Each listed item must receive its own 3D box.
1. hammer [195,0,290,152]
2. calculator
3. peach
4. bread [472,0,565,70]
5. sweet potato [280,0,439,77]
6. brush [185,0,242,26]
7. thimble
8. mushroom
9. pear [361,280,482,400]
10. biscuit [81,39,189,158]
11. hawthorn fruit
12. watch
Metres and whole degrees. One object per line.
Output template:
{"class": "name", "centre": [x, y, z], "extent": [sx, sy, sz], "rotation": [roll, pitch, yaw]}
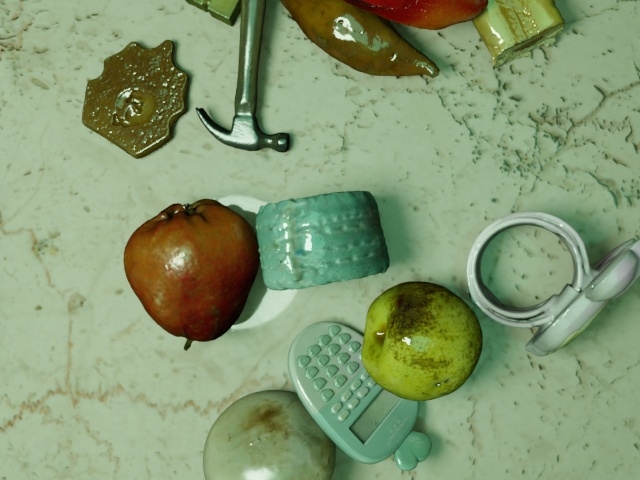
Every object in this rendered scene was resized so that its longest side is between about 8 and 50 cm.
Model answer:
{"class": "hammer", "centre": [-0.113, -0.375, 1.125], "extent": [0.168, 0.044, 0.439], "rotation": [8, 102, 1]}
{"class": "calculator", "centre": [0.067, 0.263, 1.104], "extent": [0.295, 0.042, 0.184], "rotation": [47, 51, 4]}
{"class": "peach", "centre": [0.134, -0.427, 1.033], "extent": [0.267, 0.154, 0.158], "rotation": [32, 138, 13]}
{"class": "bread", "centre": [0.318, -0.392, 1.102], "extent": [0.134, 0.085, 0.173], "rotation": [-22, 89, 13]}
{"class": "sweet potato", "centre": [0.042, -0.363, 1.119], "extent": [0.359, 0.112, 0.112], "rotation": [31, 93, 9]}
{"class": "brush", "centre": [-0.149, -0.510, 1.168], "extent": [0.103, 0.047, 0.233], "rotation": [28, 92, 5]}
{"class": "thimble", "centre": [0.000, 0.000, 1.065], "extent": [0.198, 0.235, 0.143], "rotation": [-11, 90, 35]}
{"class": "mushroom", "centre": [-0.083, 0.362, 1.105], "extent": [0.226, 0.178, 0.226], "rotation": [-9, 56, 13]}
{"class": "pear", "centre": [0.170, 0.164, 1.066], "extent": [0.197, 0.197, 0.197], "rotation": [0, 90, 6]}
{"class": "biscuit", "centre": [-0.324, -0.268, 1.192], "extent": [0.182, 0.034, 0.215], "rotation": [33, 91, 4]}
{"class": "hawthorn fruit", "centre": [-0.210, 0.064, 1.103], "extent": [0.224, 0.224, 0.260], "rotation": [-1, 105, 6]}
{"class": "watch", "centre": [0.361, 0.040, 1.057], "extent": [0.217, 0.211, 0.248], "rotation": [43, 103, 13]}
